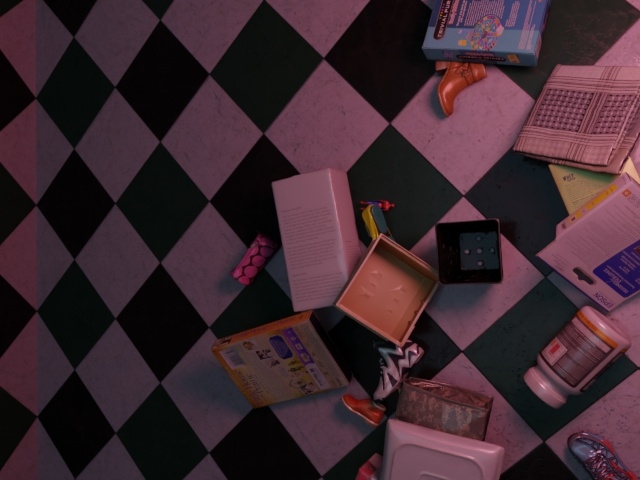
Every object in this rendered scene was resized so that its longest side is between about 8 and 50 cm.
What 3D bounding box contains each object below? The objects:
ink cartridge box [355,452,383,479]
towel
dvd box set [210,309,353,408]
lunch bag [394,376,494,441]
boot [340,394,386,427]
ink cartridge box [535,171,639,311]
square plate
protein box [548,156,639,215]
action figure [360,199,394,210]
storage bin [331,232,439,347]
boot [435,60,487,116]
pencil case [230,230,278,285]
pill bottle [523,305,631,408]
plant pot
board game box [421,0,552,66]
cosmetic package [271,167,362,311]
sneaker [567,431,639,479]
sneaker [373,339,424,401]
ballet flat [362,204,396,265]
[{"bbox_3d":[0.235,0.808,1.931,0.218,0.158,0.092,22,101,25],"label":"ink cartridge box"},{"bbox_3d":[0.728,-0.345,1.625,0.324,0.056,0.312,23,79,42],"label":"towel"},{"bbox_3d":[-0.137,0.429,2.088,0.420,0.062,0.307,-21,112,26],"label":"dvd box set"},{"bbox_3d":[0.370,0.574,1.857,0.287,0.169,0.235,12,97,21],"label":"lunch bag"},{"bbox_3d":[0.148,0.562,2.032,0.158,0.059,0.084,31,101,14],"label":"boot"},{"bbox_3d":[0.797,0.016,1.596,0.304,0.072,0.307,35,125,-15],"label":"ink cartridge box"},{"bbox_3d":[0.343,0.736,1.762,0.347,0.049,0.344,9,98,17],"label":"square plate"},{"bbox_3d":[0.778,-0.154,1.659,0.200,0.136,0.201,-24,81,25],"label":"protein box"},{"bbox_3d":[0.195,-0.119,2.010,0.115,0.030,0.038,3,96,26],"label":"action figure"},{"bbox_3d":[0.214,0.162,1.861,0.260,0.123,0.262,33,80,-4],"label":"storage bin"},{"bbox_3d":[0.445,-0.495,1.858,0.152,0.073,0.197,-6,91,22],"label":"boot"},{"bbox_3d":[-0.253,0.071,2.197,0.095,0.098,0.209,42,109,20],"label":"pencil case"},{"bbox_3d":[0.720,0.334,1.680,0.162,0.162,0.278,44,108,19],"label":"pill bottle"},{"bbox_3d":[0.465,0.035,1.801,0.188,0.167,0.187,-4,89,26],"label":"plant pot"},{"bbox_3d":[0.505,-0.668,1.790,0.336,0.079,0.253,13,82,26],"label":"board game box"},{"bbox_3d":[0.000,0.000,2.033,0.230,0.161,0.453,-11,86,25],"label":"cosmetic package"},{"bbox_3d":[0.809,0.651,1.662,0.262,0.125,0.104,44,108,19],"label":"sneaker"},{"bbox_3d":[0.216,0.409,1.972,0.153,0.094,0.235,40,107,22],"label":"sneaker"},{"bbox_3d":[0.200,-0.009,1.988,0.077,0.077,0.231,-24,87,47],"label":"ballet flat"}]
